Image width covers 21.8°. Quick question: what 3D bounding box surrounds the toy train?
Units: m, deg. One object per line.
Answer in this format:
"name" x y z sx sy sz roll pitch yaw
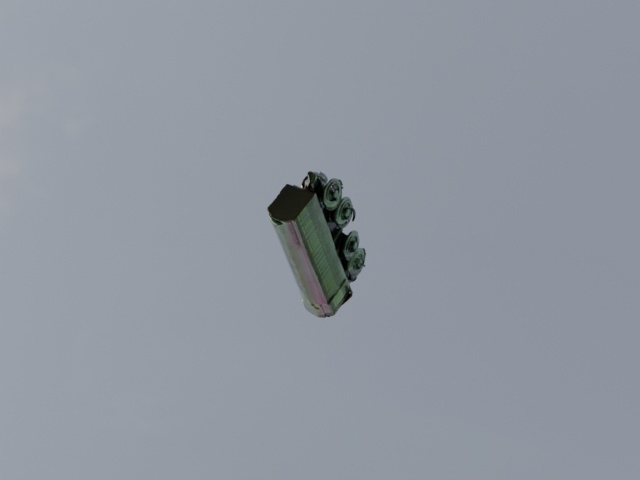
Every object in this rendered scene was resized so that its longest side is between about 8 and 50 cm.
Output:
"toy train" 0.000 0.000 1.393 0.038 0.148 0.071 30 -115 34
